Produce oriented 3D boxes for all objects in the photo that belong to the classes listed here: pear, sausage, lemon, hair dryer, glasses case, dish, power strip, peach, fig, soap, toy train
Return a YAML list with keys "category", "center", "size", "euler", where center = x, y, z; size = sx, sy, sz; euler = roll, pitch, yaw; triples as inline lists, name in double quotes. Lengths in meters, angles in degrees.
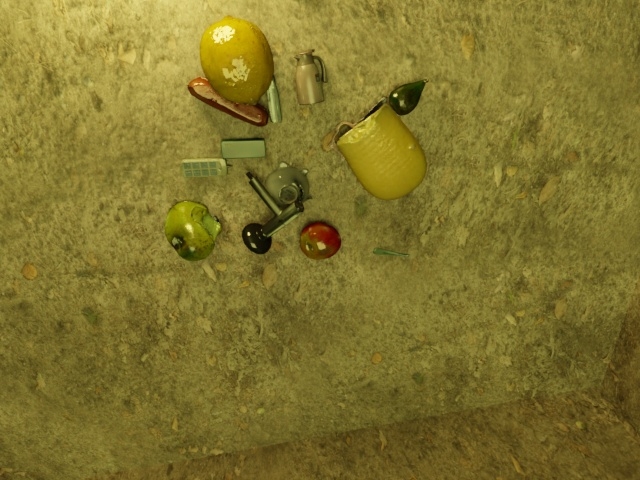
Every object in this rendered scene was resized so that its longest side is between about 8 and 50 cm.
- category: "pear"
  center: [-0.564, -0.042, 1.772]
  size: [0.164, 0.255, 0.238]
  euler: [-36, 113, 14]
- category: "sausage"
  center: [-0.356, -0.544, 1.601]
  size: [0.330, 0.102, 0.102]
  euler: [22, 115, -18]
- category: "lemon"
  center: [-0.295, -0.632, 1.457]
  size: [0.257, 0.258, 0.310]
  euler: [-20, 99, 4]
- category: "hair dryer"
  center: [-0.247, -0.141, 1.821]
  size: [0.320, 0.155, 0.284]
  euler: [-44, 75, 32]
- category: "glasses case"
  center: [-0.326, -0.389, 1.724]
  size: [0.184, 0.039, 0.078]
  euler: [-3, 120, -6]
- category: "dish"
  center: [-0.135, -0.225, 1.817]
  size: [0.227, 0.086, 0.236]
  euler: [-30, 119, 10]
- category: "power strip"
  center: [-0.491, -0.313, 1.752]
  size: [0.226, 0.029, 0.080]
  euler: [-4, 120, -6]
- category: "peach"
  center: [0.000, 0.000, 1.949]
  size: [0.190, 0.192, 0.190]
  euler: [11, 113, 28]
- category: "fig"
  center: [0.364, -0.596, 1.668]
  size: [0.177, 0.117, 0.117]
  euler: [-42, 117, 1]
- category: "soap"
  center: [0.283, -0.360, 1.778]
  size: [0.306, 0.115, 0.427]
  euler: [-35, 121, 11]
- category: "toy train"
  center: [-0.192, -0.599, 1.614]
  size: [0.048, 0.055, 0.252]
  euler: [-8, 121, -3]

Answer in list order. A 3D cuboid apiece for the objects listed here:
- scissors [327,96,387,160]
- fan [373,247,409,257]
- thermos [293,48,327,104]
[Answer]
- category: "scissors"
  center: [0.170, -0.488, 1.744]
  size: [0.160, 0.024, 0.317]
  euler: [38, 109, -22]
- category: "fan"
  center: [0.365, 0.066, 2.090]
  size: [0.193, 0.016, 0.038]
  euler: [7, 116, -11]
- category: "thermos"
  center: [-0.036, -0.642, 1.596]
  size: [0.137, 0.105, 0.193]
  euler: [-22, 116, -25]
